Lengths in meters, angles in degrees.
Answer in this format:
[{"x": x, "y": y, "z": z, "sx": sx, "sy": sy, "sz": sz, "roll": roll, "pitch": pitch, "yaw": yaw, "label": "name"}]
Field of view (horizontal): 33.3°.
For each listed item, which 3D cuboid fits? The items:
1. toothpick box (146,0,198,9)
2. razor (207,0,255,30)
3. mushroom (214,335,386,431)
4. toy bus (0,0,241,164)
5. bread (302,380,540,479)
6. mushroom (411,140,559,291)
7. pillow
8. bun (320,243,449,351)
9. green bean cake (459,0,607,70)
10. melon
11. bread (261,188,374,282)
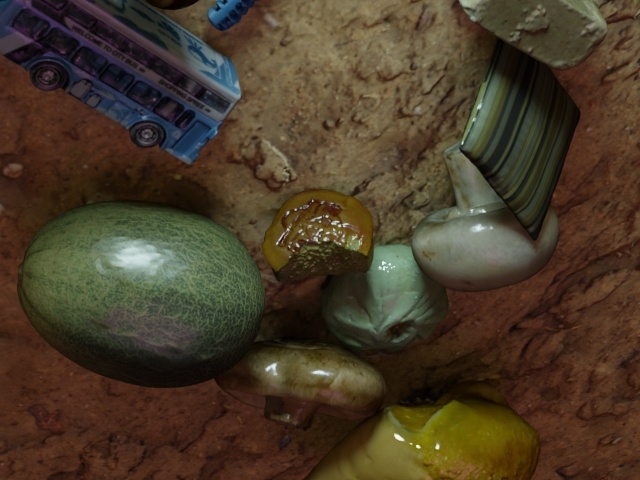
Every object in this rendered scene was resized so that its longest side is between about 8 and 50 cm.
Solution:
[{"x": -0.228, "y": -0.312, "z": 1.021, "sx": 0.294, "sy": 0.192, "sz": 0.192, "roll": -12, "pitch": 141, "yaw": -31, "label": "toothpick box"}, {"x": -0.039, "y": -0.328, "z": 1.199, "sx": 0.253, "sy": 0.042, "sz": 0.082, "roll": -41, "pitch": 171, "yaw": 29, "label": "razor"}, {"x": -0.032, "y": 0.221, "z": 1.663, "sx": 0.278, "sy": 0.146, "sz": 0.278, "roll": 11, "pitch": 166, "yaw": 3, "label": "mushroom"}, {"x": -0.237, "y": -0.213, "z": 1.226, "sx": 0.297, "sy": 0.106, "sz": 0.131, "roll": 29, "pitch": 119, "yaw": -34, "label": "toy bus"}, {"x": 0.179, "y": 0.411, "z": 1.799, "sx": 0.361, "sy": 0.250, "sz": 0.394, "roll": -5, "pitch": 145, "yaw": -51, "label": "bread"}, {"x": 0.220, "y": -0.037, "z": 1.481, "sx": 0.207, "sy": 0.207, "sz": 0.215, "roll": -15, "pitch": 102, "yaw": 2, "label": "mushroom"}, {"x": 0.256, "y": -0.142, "z": 1.362, "sx": 0.052, "sy": 0.208, "sz": 0.212, "roll": 3, "pitch": 150, "yaw": 42, "label": "pillow"}, {"x": 0.097, "y": 0.100, "z": 1.620, "sx": 0.196, "sy": 0.118, "sz": 0.195, "roll": -6, "pitch": 139, "yaw": -5, "label": "bun"}, {"x": 0.244, "y": -0.283, "z": 1.260, "sx": 0.179, "sy": 0.109, "sz": 0.085, "roll": 21, "pitch": 127, "yaw": -31, "label": "green bean cake"}, {"x": -0.234, "y": 0.069, "z": 1.420, "sx": 0.329, "sy": 0.248, "sz": 0.248, "roll": 16, "pitch": 130, "yaw": -18, "label": "melon"}, {"x": -0.004, "y": -0.008, "z": 1.480, "sx": 0.156, "sy": 0.125, "sz": 0.086, "roll": -11, "pitch": 145, "yaw": 0, "label": "bread"}]
